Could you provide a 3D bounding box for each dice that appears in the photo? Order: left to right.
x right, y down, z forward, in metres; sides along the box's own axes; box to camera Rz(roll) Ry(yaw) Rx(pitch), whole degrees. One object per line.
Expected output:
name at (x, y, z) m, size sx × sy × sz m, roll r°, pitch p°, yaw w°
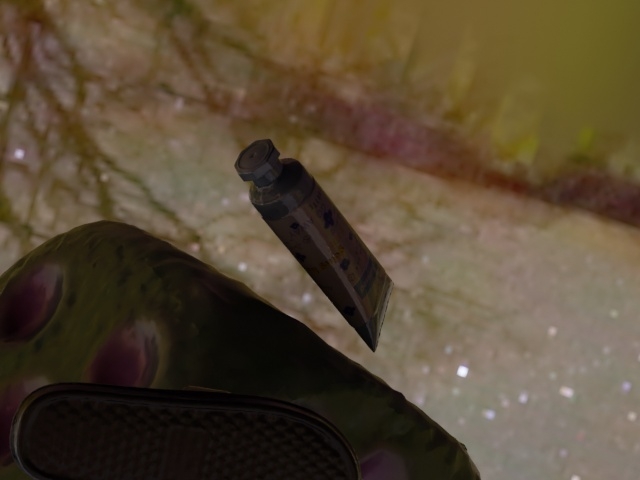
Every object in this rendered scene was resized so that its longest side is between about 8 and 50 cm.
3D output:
dice at (-0.099, 0.198, 1.196) m, size 0.322 × 0.318 × 0.330 m, roll 38°, pitch 172°, yaw -39°

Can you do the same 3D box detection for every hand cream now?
hand cream at (0.000, 0.000, 1.141) m, size 0.043 × 0.065 × 0.170 m, roll -11°, pitch 133°, yaw 32°

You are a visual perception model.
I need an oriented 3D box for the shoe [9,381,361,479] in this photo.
shoe at (-0.060, 0.091, 0.753) m, size 0.159 × 0.062 × 0.053 m, roll 12°, pitch -177°, yaw -17°
